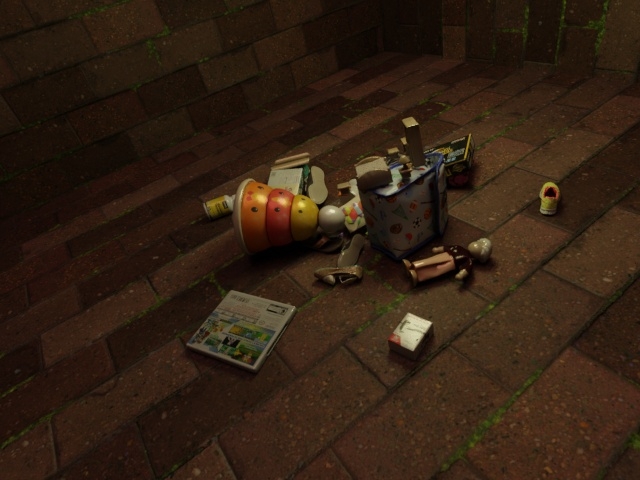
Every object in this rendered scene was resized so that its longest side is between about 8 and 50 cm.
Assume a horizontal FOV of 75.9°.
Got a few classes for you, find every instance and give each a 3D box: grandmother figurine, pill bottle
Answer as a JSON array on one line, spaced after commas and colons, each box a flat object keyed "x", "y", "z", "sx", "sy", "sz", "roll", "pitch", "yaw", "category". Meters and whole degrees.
[{"x": 0.504, "y": 0.078, "z": 1.585, "sx": 0.342, "sy": 0.104, "sz": 0.208, "roll": -20, "pitch": 46, "yaw": -2, "category": "grandmother figurine"}, {"x": 0.230, "y": -0.264, "z": 2.053, "sx": 0.162, "sy": 0.162, "sz": 0.278, "roll": 19, "pitch": 49, "yaw": 36, "category": "pill bottle"}, {"x": -0.544, "y": -0.189, "z": 2.265, "sx": 0.184, "sy": 0.103, "sz": 0.103, "roll": -22, "pitch": 38, "yaw": -8, "category": "pill bottle"}]

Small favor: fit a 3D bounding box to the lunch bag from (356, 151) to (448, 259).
[{"x": 0.388, "y": -0.156, "z": 1.725, "sx": 0.385, "sy": 0.328, "sz": 0.239, "roll": -29, "pitch": 35, "yaw": -21, "category": "lunch bag"}]

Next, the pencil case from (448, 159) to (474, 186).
[{"x": 0.711, "y": -0.355, "z": 2.069, "sx": 0.098, "sy": 0.095, "sz": 0.209, "roll": 18, "pitch": 49, "yaw": 15, "category": "pencil case"}]

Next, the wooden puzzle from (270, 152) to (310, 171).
[{"x": -0.166, "y": -0.444, "z": 2.355, "sx": 0.221, "sy": 0.044, "sz": 0.239, "roll": -14, "pitch": 21, "yaw": 4, "category": "wooden puzzle"}]

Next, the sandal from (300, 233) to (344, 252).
[{"x": 0.000, "y": 0.000, "z": 1.868, "sx": 0.219, "sy": 0.060, "sz": 0.090, "roll": 13, "pitch": 58, "yaw": 31, "category": "sandal"}]

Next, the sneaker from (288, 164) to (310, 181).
[{"x": -0.138, "y": -0.380, "z": 2.365, "sx": 0.107, "sy": 0.110, "sz": 0.275, "roll": 2, "pitch": 40, "yaw": 21, "category": "sneaker"}]

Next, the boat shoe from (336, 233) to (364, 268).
[{"x": 0.123, "y": 0.060, "z": 1.782, "sx": 0.206, "sy": 0.075, "sz": 0.065, "roll": -56, "pitch": 10, "yaw": -34, "category": "boat shoe"}]

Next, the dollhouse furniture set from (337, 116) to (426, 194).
[{"x": 0.223, "y": -0.360, "z": 1.662, "sx": 0.355, "sy": 0.174, "sz": 0.303, "roll": -14, "pitch": 28, "yaw": 8, "category": "dollhouse furniture set"}]

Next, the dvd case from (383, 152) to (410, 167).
[{"x": 0.403, "y": -0.436, "z": 2.329, "sx": 0.221, "sy": 0.018, "sz": 0.164, "roll": -37, "pitch": 44, "yaw": -27, "category": "dvd case"}]

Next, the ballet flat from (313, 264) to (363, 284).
[{"x": 0.071, "y": 0.145, "z": 1.671, "sx": 0.206, "sy": 0.073, "sz": 0.067, "roll": -9, "pitch": 52, "yaw": 13, "category": "ballet flat"}]

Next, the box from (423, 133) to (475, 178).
[{"x": 0.605, "y": -0.397, "z": 2.079, "sx": 0.322, "sy": 0.079, "sz": 0.257, "roll": -15, "pitch": 33, "yaw": 37, "category": "box"}]

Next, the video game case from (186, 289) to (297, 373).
[{"x": -0.300, "y": 0.337, "z": 1.579, "sx": 0.329, "sy": 0.036, "sz": 0.300, "roll": 10, "pitch": 44, "yaw": 27, "category": "video game case"}]

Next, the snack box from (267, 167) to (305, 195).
[{"x": -0.197, "y": -0.233, "z": 2.157, "sx": 0.187, "sy": 0.060, "sz": 0.322, "roll": -1, "pitch": 60, "yaw": 18, "category": "snack box"}]

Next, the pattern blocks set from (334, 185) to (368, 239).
[{"x": 0.176, "y": -0.134, "z": 1.890, "sx": 0.325, "sy": 0.026, "sz": 0.285, "roll": -45, "pitch": 73, "yaw": -1, "category": "pattern blocks set"}]

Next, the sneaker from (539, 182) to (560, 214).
[{"x": 0.997, "y": -0.203, "z": 1.773, "sx": 0.081, "sy": 0.094, "sz": 0.208, "roll": 4, "pitch": 40, "yaw": 25, "category": "sneaker"}]

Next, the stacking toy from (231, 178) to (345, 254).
[{"x": -0.125, "y": -0.109, "z": 1.853, "sx": 0.479, "sy": 0.351, "sz": 0.351, "roll": -1, "pitch": 39, "yaw": 9, "category": "stacking toy"}]

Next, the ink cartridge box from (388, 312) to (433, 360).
[{"x": 0.305, "y": 0.320, "z": 1.378, "sx": 0.099, "sy": 0.056, "sz": 0.135, "roll": 18, "pitch": 49, "yaw": 37, "category": "ink cartridge box"}]

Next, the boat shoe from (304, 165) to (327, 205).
[{"x": -0.030, "y": -0.275, "z": 2.230, "sx": 0.112, "sy": 0.095, "sz": 0.335, "roll": 18, "pitch": 40, "yaw": -16, "category": "boat shoe"}]
